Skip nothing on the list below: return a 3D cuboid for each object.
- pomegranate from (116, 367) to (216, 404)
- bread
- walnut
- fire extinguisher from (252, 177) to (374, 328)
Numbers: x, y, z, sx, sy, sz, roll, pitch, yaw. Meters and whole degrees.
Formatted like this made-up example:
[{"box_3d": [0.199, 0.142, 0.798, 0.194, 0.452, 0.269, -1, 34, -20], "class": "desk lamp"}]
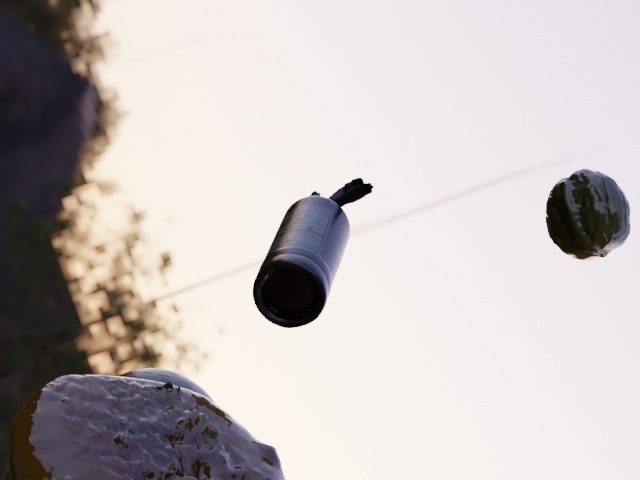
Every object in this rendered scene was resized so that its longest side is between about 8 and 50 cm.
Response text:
[{"box_3d": [-0.164, 0.260, 2.028, 0.248, 0.214, 0.214, 31, -6, -11], "class": "pomegranate"}, {"box_3d": [-0.145, 0.229, 1.560, 0.145, 0.268, 0.268, -56, -134, 32], "class": "bread"}, {"box_3d": [0.257, -0.024, 1.831, 0.092, 0.092, 0.092, 160, -90, -78], "class": "walnut"}, {"box_3d": [0.000, 0.000, 1.855, 0.071, 0.099, 0.231, 54, 23, -14], "class": "fire extinguisher"}]
